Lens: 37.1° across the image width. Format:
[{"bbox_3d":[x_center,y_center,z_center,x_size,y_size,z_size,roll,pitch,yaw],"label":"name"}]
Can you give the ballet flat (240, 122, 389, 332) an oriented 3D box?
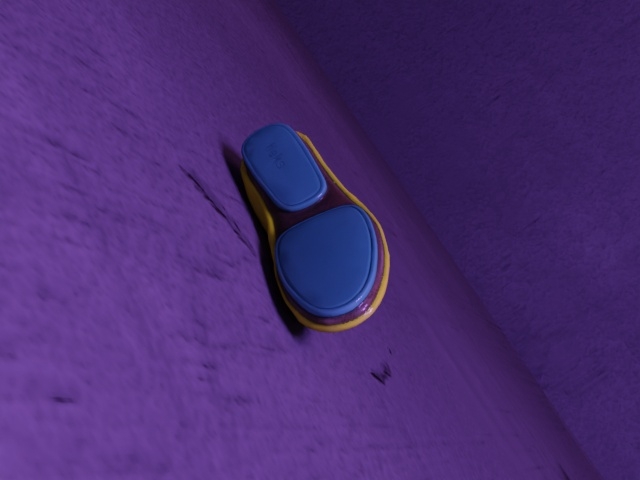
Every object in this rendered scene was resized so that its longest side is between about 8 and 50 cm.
[{"bbox_3d":[0.000,0.000,0.667,0.231,0.077,0.077,-117,-177,-51],"label":"ballet flat"}]
